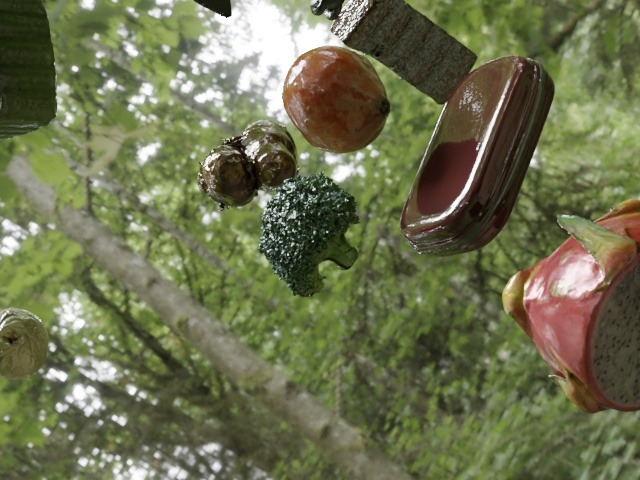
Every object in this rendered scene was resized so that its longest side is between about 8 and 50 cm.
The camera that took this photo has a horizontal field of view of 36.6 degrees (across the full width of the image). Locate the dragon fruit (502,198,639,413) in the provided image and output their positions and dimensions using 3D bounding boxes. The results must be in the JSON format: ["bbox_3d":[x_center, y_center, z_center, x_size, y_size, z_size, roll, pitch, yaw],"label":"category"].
[{"bbox_3d":[0.402,0.086,1.337,0.291,0.189,0.290,-11,-67,-27],"label":"dragon fruit"}]

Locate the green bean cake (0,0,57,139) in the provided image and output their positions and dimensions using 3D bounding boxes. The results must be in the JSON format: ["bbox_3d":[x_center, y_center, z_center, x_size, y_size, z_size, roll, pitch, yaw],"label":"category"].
[{"bbox_3d":[-0.455,-0.240,1.326,0.113,0.214,0.200,-11,-83,-46],"label":"green bean cake"}]

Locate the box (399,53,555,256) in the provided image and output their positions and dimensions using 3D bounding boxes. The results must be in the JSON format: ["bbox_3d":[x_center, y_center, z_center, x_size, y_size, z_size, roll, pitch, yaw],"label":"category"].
[{"bbox_3d":[0.285,-0.153,1.763,0.263,0.108,0.403,-13,49,61],"label":"box"}]

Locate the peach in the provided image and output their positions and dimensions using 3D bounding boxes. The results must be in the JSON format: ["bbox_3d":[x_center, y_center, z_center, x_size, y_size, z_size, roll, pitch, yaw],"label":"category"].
[{"bbox_3d":[0.045,-0.271,1.873,0.232,0.233,0.232,-49,-26,-33],"label":"peach"}]

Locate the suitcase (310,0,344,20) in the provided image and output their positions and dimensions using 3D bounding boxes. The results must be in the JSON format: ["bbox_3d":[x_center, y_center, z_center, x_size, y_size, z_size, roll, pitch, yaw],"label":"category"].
[{"bbox_3d":[-0.005,-0.485,1.055,0.283,0.194,0.434,10,-54,-31],"label":"suitcase"}]

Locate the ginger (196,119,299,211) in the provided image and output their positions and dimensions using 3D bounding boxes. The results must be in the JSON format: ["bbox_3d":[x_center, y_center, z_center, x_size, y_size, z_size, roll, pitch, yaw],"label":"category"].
[{"bbox_3d":[-0.167,-0.185,2.316,0.418,0.254,0.176,-76,-26,-74],"label":"ginger"}]

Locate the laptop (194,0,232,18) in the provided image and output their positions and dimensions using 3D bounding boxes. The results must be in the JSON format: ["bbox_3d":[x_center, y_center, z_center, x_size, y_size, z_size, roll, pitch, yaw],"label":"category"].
[{"bbox_3d":[-0.235,-0.566,1.995,0.135,0.016,0.197,8,-108,-61],"label":"laptop"}]

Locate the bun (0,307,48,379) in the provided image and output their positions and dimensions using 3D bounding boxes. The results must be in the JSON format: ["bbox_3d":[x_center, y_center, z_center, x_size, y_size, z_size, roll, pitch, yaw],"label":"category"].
[{"bbox_3d":[-0.472,0.157,1.501,0.115,0.115,0.069,-45,7,-39],"label":"bun"}]

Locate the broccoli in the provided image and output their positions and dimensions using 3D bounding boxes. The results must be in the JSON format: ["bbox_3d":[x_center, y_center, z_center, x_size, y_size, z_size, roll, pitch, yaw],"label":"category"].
[{"bbox_3d":[0.000,0.000,1.673,0.194,0.194,0.219,60,-138,-65],"label":"broccoli"}]

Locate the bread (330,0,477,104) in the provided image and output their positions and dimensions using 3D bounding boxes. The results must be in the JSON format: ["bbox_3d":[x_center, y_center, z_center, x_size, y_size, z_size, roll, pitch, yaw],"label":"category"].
[{"bbox_3d":[0.216,-0.480,2.382,0.417,0.113,0.165,22,-71,-45],"label":"bread"}]
